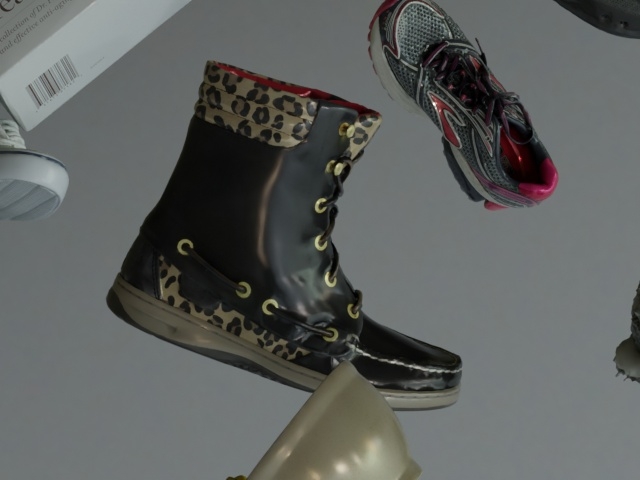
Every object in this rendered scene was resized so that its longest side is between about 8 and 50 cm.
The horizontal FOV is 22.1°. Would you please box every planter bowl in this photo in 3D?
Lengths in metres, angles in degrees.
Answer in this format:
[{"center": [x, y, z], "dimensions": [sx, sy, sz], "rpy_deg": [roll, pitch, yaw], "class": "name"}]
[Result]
[{"center": [0.014, 0.192, 1.331], "dimensions": [0.162, 0.109, 0.162], "rpy_deg": [-52, 172, -10], "class": "planter bowl"}]

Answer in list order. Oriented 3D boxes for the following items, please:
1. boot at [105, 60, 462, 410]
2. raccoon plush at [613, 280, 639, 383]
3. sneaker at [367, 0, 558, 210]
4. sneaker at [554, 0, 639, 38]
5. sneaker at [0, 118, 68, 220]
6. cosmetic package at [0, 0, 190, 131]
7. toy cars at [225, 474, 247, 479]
[{"center": [0.000, 0.000, 1.664], "dimensions": [0.377, 0.284, 0.138], "rpy_deg": [18, -171, -4], "class": "boot"}, {"center": [0.489, 0.181, 1.694], "dimensions": [0.216, 0.446, 0.299], "rpy_deg": [-21, 174, -30], "class": "raccoon plush"}, {"center": [0.172, -0.166, 1.880], "dimensions": [0.121, 0.299, 0.112], "rpy_deg": [-45, -162, -17], "class": "sneaker"}, {"center": [0.308, -0.274, 1.377], "dimensions": [0.482, 0.202, 0.185], "rpy_deg": [13, -134, 24], "class": "sneaker"}, {"center": [-0.297, -0.070, 1.439], "dimensions": [0.258, 0.094, 0.091], "rpy_deg": [-3, -111, 52], "class": "sneaker"}, {"center": [-0.216, -0.320, 1.483], "dimensions": [0.377, 0.097, 0.284], "rpy_deg": [-41, -116, -11], "class": "cosmetic package"}, {"center": [-0.098, 0.421, 2.124], "dimensions": [0.087, 0.176, 0.393], "rpy_deg": [-31, -177, 21], "class": "toy cars"}]
